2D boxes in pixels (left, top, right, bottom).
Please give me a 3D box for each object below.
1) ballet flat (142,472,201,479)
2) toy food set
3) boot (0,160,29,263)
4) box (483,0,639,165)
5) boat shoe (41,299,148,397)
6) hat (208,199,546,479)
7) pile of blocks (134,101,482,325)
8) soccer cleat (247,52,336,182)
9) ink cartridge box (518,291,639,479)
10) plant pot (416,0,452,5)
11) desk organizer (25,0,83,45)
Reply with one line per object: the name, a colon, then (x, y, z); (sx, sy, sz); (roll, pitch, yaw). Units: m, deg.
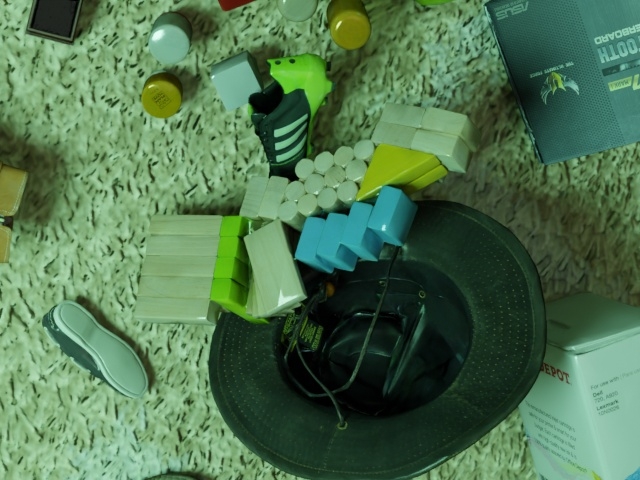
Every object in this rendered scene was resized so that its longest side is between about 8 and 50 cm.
ballet flat: (-0.225, 0.306, 1.204); (0.250, 0.058, 0.084); (-20, 101, -11)
toy food set: (-0.075, -0.208, 1.183); (0.232, 0.104, 0.111); (-23, 115, 8)
boot: (-0.337, -0.075, 1.078); (0.152, 0.073, 0.197); (9, 105, -13)
box: (0.299, -0.191, 1.201); (0.059, 0.233, 0.183); (-36, 108, -51)
boat shoe: (-0.223, 0.112, 1.195); (0.125, 0.038, 0.046); (45, 43, -19)
hat: (0.066, 0.116, 1.183); (0.331, 0.331, 0.134); (-40, 142, -6)
pile of blocks: (0.000, 0.000, 1.143); (0.362, 0.113, 0.149); (-25, 61, 18)
soccer cleat: (-0.038, -0.110, 1.166); (0.072, 0.060, 0.179); (0, 139, -16)
ink cartridge box: (0.299, 0.207, 1.243); (0.117, 0.201, 0.278); (-18, 99, -11)
plant pot: (0.122, -0.377, 1.128); (0.207, 0.227, 0.228); (41, 87, -12)
desk organizer: (-0.242, -0.254, 1.144); (0.047, 0.050, 0.130); (13, 93, -14)
